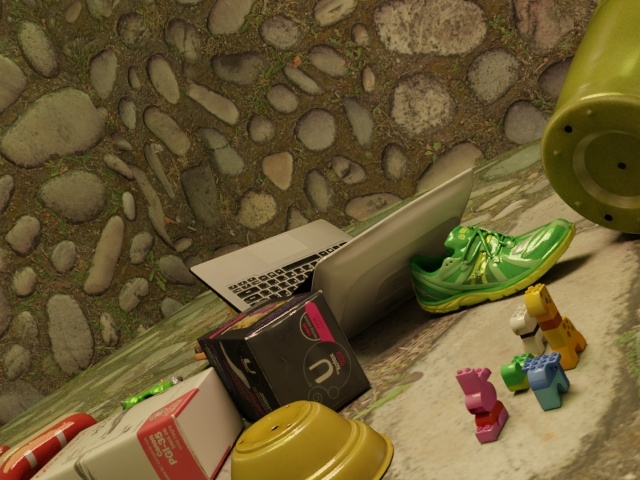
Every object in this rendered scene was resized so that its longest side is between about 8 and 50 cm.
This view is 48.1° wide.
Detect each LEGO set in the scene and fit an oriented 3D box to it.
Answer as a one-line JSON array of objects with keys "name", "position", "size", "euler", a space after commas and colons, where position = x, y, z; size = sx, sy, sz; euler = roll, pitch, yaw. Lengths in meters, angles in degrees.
[{"name": "LEGO set", "position": [0.224, 0.108, 0.775], "size": [0.087, 0.093, 0.227], "euler": [-24, 7, 37]}]

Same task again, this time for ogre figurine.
[{"name": "ogre figurine", "position": [-0.275, 0.312, 1.283], "size": [0.197, 0.118, 0.097], "euler": [-24, 7, 37]}]

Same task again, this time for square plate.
[{"name": "square plate", "position": [0.127, 0.058, 1.302], "size": [0.347, 0.049, 0.344], "euler": [-31, -26, -22]}]

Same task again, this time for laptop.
[{"name": "laptop", "position": [0.000, 0.000, 1.451], "size": [0.382, 0.236, 0.408], "euler": [-21, 39, -36]}]

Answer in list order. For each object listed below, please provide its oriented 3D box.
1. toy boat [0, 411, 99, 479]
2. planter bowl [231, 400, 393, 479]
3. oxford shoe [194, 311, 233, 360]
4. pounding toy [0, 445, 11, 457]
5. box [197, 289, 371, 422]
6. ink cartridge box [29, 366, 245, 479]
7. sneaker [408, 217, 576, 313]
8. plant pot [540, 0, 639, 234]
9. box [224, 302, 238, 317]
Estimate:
[{"name": "toy boat", "position": [-0.461, 0.422, 1.267], "size": [0.151, 0.151, 0.231], "euler": [15, 34, 38]}, {"name": "planter bowl", "position": [-0.034, 0.246, 0.817], "size": [0.217, 0.090, 0.217], "euler": [-28, 6, 3]}, {"name": "oxford shoe", "position": [-0.212, 0.199, 1.936], "size": [0.364, 0.132, 0.130], "euler": [-33, 8, -40]}, {"name": "pounding toy", "position": [-0.753, 0.538, 1.659], "size": [0.183, 0.110, 0.237], "euler": [-31, 6, -23]}, {"name": "box", "position": [-0.067, 0.188, 1.128], "size": [0.143, 0.165, 0.270], "euler": [-30, 6, -24]}, {"name": "ink cartridge box", "position": [-0.284, 0.335, 1.114], "size": [0.283, 0.117, 0.207], "euler": [-27, 6, 12]}, {"name": "sneaker", "position": [0.263, 0.029, 1.153], "size": [0.296, 0.123, 0.109], "euler": [-26, 8, 35]}, {"name": "plant pot", "position": [0.518, -0.204, 1.085], "size": [0.353, 0.366, 0.366], "euler": [-45, 13, -32]}, {"name": "box", "position": [-0.132, 0.148, 1.636], "size": [0.114, 0.203, 0.103], "euler": [-26, 5, 44]}]
